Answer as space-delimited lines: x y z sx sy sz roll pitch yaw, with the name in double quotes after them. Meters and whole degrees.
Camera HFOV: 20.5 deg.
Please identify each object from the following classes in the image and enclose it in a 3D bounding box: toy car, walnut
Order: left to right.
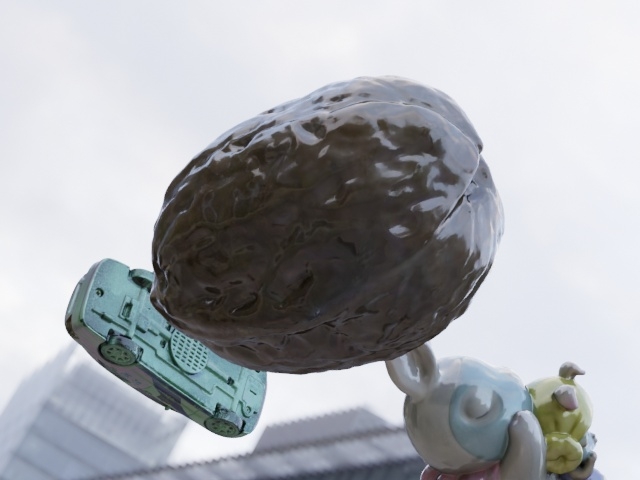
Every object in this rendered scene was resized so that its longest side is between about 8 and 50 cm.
-0.147 0.109 1.675 0.076 0.090 0.224 -24 -51 40 "toy car"
0.000 -0.002 1.072 0.230 0.178 0.178 -21 -45 13 "walnut"

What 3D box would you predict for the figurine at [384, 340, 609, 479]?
0.135 0.148 1.381 0.155 0.127 0.236 -13 -68 15 "figurine"
